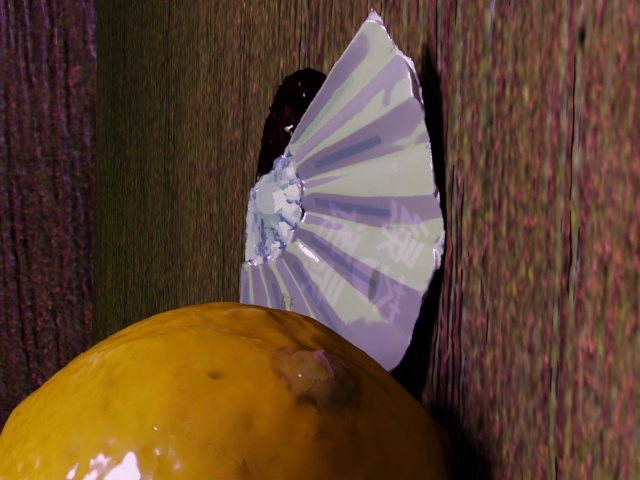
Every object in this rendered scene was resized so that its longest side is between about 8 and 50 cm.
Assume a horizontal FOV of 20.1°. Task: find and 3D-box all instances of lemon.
[{"bbox_3d":[-0.053,0.157,0.834,0.233,0.233,0.288,-108,35,-54],"label":"lemon"}]

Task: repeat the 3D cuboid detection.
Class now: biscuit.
[{"bbox_3d":[0.000,0.000,1.004,0.194,0.053,0.195,180,90,-77],"label":"biscuit"}]

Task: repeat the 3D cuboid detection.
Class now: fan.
[{"bbox_3d":[0.006,0.003,0.908,0.131,0.009,0.240,34,117,34],"label":"fan"}]
